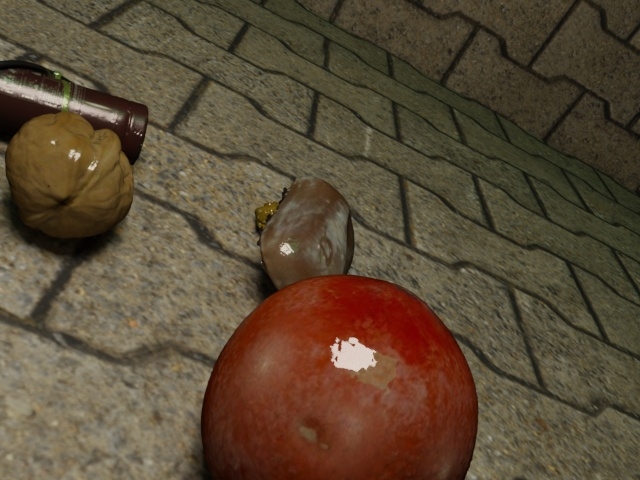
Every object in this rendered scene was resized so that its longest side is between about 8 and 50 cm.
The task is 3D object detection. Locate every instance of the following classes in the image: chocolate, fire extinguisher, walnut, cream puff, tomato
[{"bbox_3d":[0.001,0.000,0.829,0.161,0.083,0.261,58,27,-23],"label":"chocolate"},{"bbox_3d":[-0.422,-0.200,0.777,0.341,0.105,0.141,13,22,-29],"label":"fire extinguisher"},{"bbox_3d":[-0.301,-0.075,0.680,0.166,0.149,0.166,51,2,-3],"label":"walnut"},{"bbox_3d":[-0.064,-0.028,0.891,0.083,0.058,0.083,22,36,-18],"label":"cream puff"},{"bbox_3d":[0.026,0.155,0.548,0.265,0.265,0.265,23,33,-16],"label":"tomato"}]
